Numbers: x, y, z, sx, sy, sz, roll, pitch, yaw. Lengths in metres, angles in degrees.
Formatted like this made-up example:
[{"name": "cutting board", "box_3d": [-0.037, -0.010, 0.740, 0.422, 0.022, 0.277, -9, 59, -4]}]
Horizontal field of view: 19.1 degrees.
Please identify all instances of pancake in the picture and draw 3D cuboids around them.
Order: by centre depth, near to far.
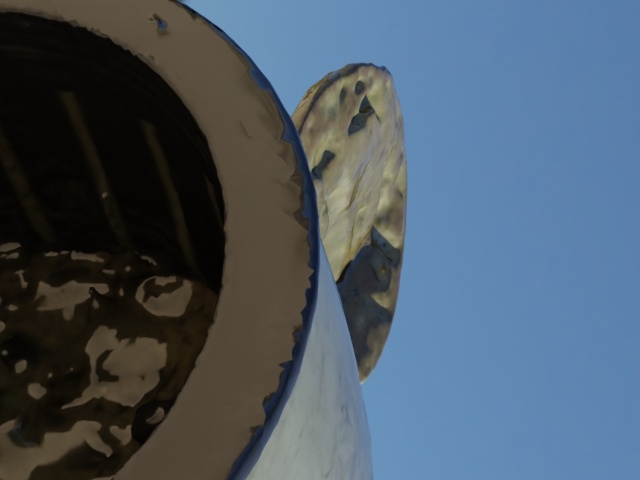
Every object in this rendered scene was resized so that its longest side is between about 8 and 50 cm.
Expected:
[{"name": "pancake", "box_3d": [0.000, 0.000, 1.140, 0.242, 0.050, 0.241, 7, 90, -73]}]

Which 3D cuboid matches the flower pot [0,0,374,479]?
[{"name": "flower pot", "box_3d": [-0.113, 0.101, 0.775, 0.330, 0.294, 0.293, 70, 8, -54]}]
